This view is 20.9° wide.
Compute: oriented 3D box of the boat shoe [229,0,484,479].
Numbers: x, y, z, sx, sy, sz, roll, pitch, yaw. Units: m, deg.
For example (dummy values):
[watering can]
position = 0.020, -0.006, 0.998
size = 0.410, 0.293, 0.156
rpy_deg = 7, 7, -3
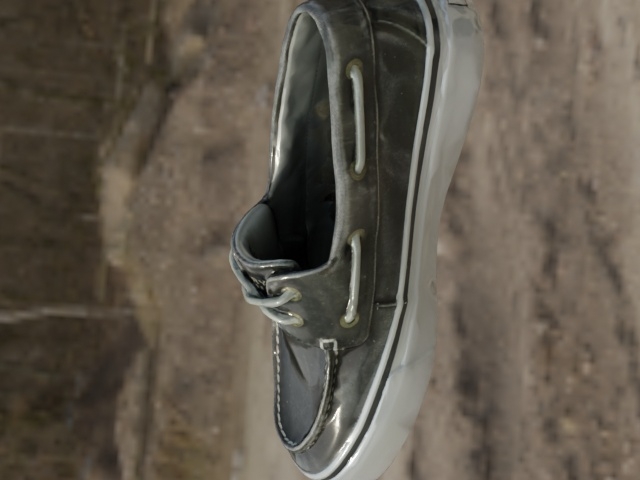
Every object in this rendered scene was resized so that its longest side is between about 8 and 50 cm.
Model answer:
[boat shoe]
position = 0.000, 0.000, 1.020
size = 0.121, 0.119, 0.335
rpy_deg = 41, 130, 50
